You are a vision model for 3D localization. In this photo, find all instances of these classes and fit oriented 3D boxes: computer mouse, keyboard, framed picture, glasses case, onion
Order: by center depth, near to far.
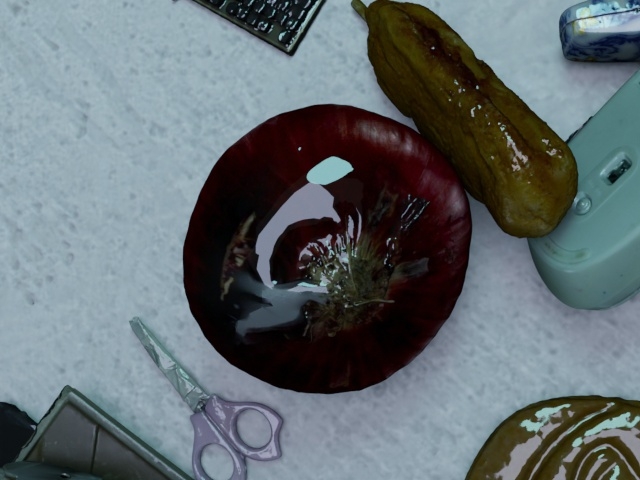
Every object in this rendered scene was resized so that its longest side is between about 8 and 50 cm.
[{"bbox_3d":[0.303,-0.059,0.852,0.288,0.097,0.159,-48,34,18],"label":"computer mouse"},{"bbox_3d":[0.351,-0.208,0.899,0.247,0.087,0.065,-6,78,8],"label":"glasses case"},{"bbox_3d":[0.000,0.000,0.905,0.273,0.285,0.273,-5,111,-14],"label":"onion"},{"bbox_3d":[-0.258,0.325,0.973,0.213,0.016,0.289,36,93,4],"label":"framed picture"},{"bbox_3d":[-0.142,-0.312,1.043,0.317,0.027,0.106,31,90,13],"label":"keyboard"}]

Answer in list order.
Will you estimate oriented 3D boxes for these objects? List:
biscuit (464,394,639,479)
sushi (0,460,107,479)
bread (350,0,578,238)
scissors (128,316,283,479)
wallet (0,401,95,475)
[{"bbox_3d":[0.315,0.284,0.855,0.394,0.070,0.351,9,85,13],"label":"biscuit"},{"bbox_3d":[-0.195,0.289,0.896,0.332,0.124,0.130,15,99,7],"label":"sushi"},{"bbox_3d":[0.124,-0.140,0.905,0.084,0.124,0.344,-24,54,-15],"label":"bread"},{"bbox_3d":[-0.130,0.160,0.983,0.110,0.021,0.212,-42,81,5],"label":"scissors"},{"bbox_3d":[-0.358,0.319,1.010,0.146,0.030,0.285,33,91,14],"label":"wallet"}]
